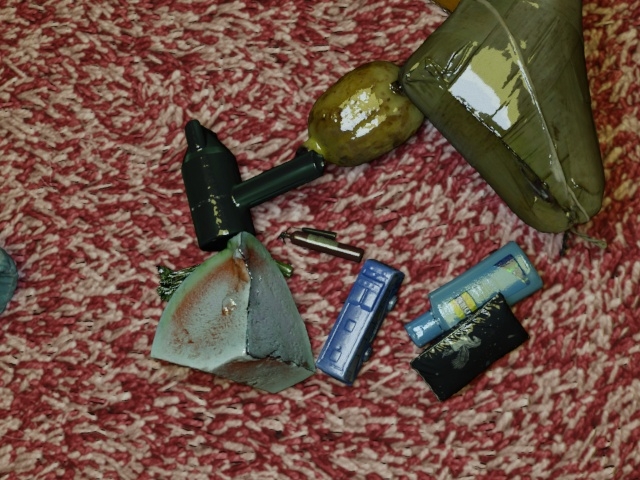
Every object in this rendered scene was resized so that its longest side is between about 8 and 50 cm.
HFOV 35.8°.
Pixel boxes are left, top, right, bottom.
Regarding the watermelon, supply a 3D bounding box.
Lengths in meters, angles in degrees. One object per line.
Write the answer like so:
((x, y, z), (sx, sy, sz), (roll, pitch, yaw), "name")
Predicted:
((-0.177, 0.160, 1.793), (0.289, 0.214, 0.320), (-14, 106, 0), "watermelon")

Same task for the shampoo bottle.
((0.274, 0.111, 1.819), (0.258, 0.061, 0.104), (-33, 80, 2), "shampoo bottle")

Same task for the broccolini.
((-0.184, 0.093, 1.909), (0.271, 0.062, 0.123), (-7, 88, 5), "broccolini")

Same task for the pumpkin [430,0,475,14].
((0.330, -0.562, 1.870), (0.303, 0.225, 0.256), (-21, 81, -1), "pumpkin")

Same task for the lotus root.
((0.081, -0.236, 1.877), (0.314, 0.141, 0.169), (-31, 91, 3), "lotus root")

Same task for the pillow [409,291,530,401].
((0.268, 0.194, 1.775), (0.208, 0.141, 0.055), (-38, 38, -1), "pillow")

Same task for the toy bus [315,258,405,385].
((0.076, 0.148, 1.827), (0.079, 0.094, 0.236), (25, 84, 13), "toy bus")

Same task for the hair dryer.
((-0.128, -0.140, 1.875), (0.302, 0.116, 0.244), (-21, 76, 26), "hair dryer")

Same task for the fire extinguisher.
((0.000, 0.000, 1.902), (0.173, 0.035, 0.049), (15, 85, 9), "fire extinguisher")

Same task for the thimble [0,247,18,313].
((-0.701, 0.085, 1.918), (0.143, 0.198, 0.235), (34, 92, 12), "thimble")

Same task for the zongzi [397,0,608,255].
((0.449, -0.264, 1.696), (0.467, 0.218, 0.500), (-42, 90, 10), "zongzi")
